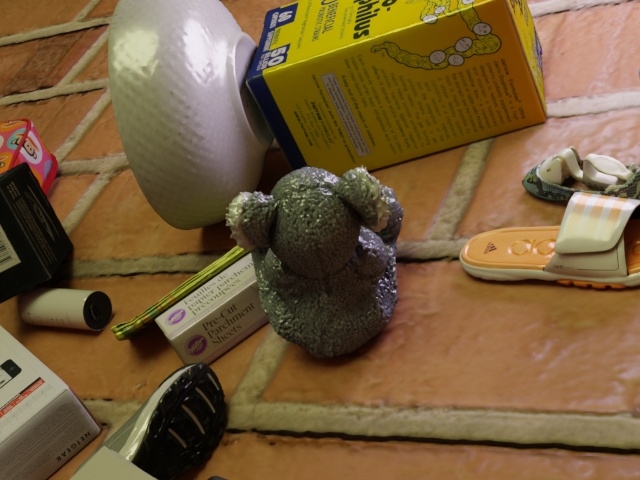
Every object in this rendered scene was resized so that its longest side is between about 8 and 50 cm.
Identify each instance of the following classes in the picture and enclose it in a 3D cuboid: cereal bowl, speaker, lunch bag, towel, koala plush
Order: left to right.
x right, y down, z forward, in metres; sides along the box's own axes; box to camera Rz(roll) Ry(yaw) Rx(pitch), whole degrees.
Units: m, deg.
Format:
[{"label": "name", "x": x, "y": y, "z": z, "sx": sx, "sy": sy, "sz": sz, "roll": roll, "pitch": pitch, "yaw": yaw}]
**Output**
[{"label": "lunch bag", "x": -0.597, "y": -0.068, "z": 1.920, "sx": 0.293, "sy": 0.120, "sz": 0.258, "roll": -15, "pitch": 36, "yaw": 18}, {"label": "speaker", "x": -0.349, "y": 0.093, "z": 1.583, "sx": 0.136, "sy": 0.055, "sz": 0.055, "roll": 1, "pitch": 43, "yaw": 37}, {"label": "towel", "x": -0.159, "y": 0.053, "z": 1.475, "sx": 0.237, "sy": 0.021, "sz": 0.102, "roll": -35, "pitch": -1, "yaw": -4}, {"label": "cereal bowl", "x": -0.153, "y": -0.191, "z": 1.576, "sx": 0.141, "sy": 0.339, "sz": 0.339, "roll": -11, "pitch": 37, "yaw": 16}, {"label": "koala plush", "x": 0.000, "y": 0.000, "z": 1.267, "sx": 0.196, "sy": 0.221, "sz": 0.203, "roll": -7, "pitch": 59, "yaw": 2}]

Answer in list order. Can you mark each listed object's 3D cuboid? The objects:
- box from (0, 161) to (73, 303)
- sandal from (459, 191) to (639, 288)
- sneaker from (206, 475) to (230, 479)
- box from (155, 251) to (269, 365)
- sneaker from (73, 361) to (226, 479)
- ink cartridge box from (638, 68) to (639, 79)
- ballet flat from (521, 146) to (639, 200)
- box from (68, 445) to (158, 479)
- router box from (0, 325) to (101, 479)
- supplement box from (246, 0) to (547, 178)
[{"label": "box", "x": -0.448, "y": -0.011, "z": 1.654, "sx": 0.108, "sy": 0.153, "sz": 0.207, "roll": -27, "pitch": 11, "yaw": 2}, {"label": "sandal", "x": 0.264, "y": -0.005, "z": 1.252, "sx": 0.265, "sy": 0.076, "sz": 0.102, "roll": -4, "pitch": 39, "yaw": 31}, {"label": "sneaker", "x": -0.078, "y": 0.351, "z": 1.006, "sx": 0.090, "sy": 0.145, "sz": 0.270, "roll": -152, "pitch": 85, "yaw": -78}, {"label": "box", "x": -0.049, "y": 0.038, "z": 1.432, "sx": 0.324, "sy": 0.067, "sz": 0.063, "roll": -35, "pitch": 33, "yaw": -11}, {"label": "sneaker", "x": -0.202, "y": 0.235, "z": 1.250, "sx": 0.108, "sy": 0.100, "sz": 0.271, "roll": 0, "pitch": 42, "yaw": 44}, {"label": "ink cartridge box", "x": 0.436, "y": -0.125, "z": 1.278, "sx": 0.139, "sy": 0.082, "sz": 0.191, "roll": -10, "pitch": 39, "yaw": 15}, {"label": "ballet flat", "x": 0.305, "y": -0.077, "z": 1.333, "sx": 0.188, "sy": 0.070, "sz": 0.070, "roll": 15, "pitch": 53, "yaw": 47}, {"label": "box", "x": -0.215, "y": 0.336, "z": 1.074, "sx": 0.127, "sy": 0.149, "sz": 0.232, "roll": 18, "pitch": 55, "yaw": 47}, {"label": "router box", "x": -0.478, "y": 0.260, "z": 1.426, "sx": 0.335, "sy": 0.082, "sz": 0.301, "roll": -40, "pitch": 35, "yaw": -18}, {"label": "supplement box", "x": 0.108, "y": -0.242, "z": 1.577, "sx": 0.356, "sy": 0.195, "sz": 0.194, "roll": -15, "pitch": 35, "yaw": 18}]
